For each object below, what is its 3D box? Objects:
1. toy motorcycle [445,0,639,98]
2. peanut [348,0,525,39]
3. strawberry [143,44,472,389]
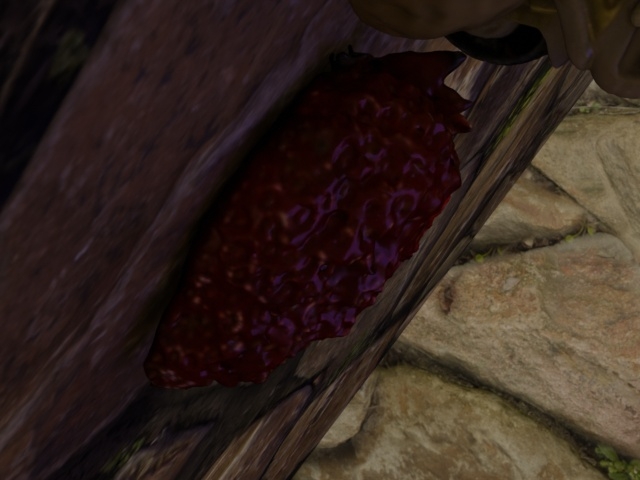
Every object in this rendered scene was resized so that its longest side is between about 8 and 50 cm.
[{"bbox_3d":[0.174,-0.178,0.512,0.108,0.223,0.340,-40,162,-37],"label":"toy motorcycle"},{"bbox_3d":[0.074,-0.172,0.373,0.125,0.111,0.274,-39,163,-39],"label":"peanut"},{"bbox_3d":[-0.003,-0.001,0.639,0.228,0.098,0.174,-50,169,-21],"label":"strawberry"}]
